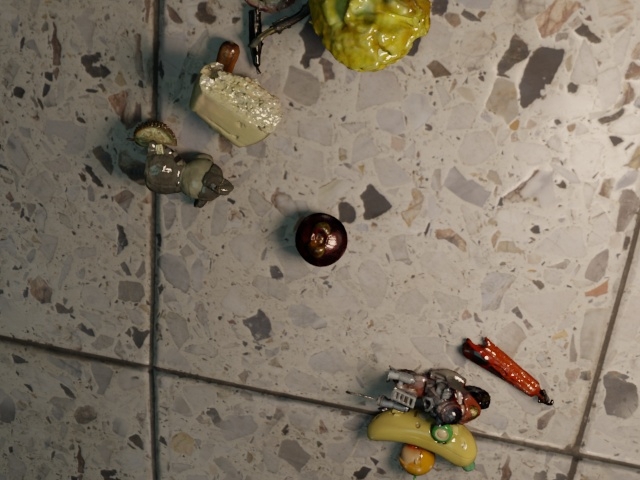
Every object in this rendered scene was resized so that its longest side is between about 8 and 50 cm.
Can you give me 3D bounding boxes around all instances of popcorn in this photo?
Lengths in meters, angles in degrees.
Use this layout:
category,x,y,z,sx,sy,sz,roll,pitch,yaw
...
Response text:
category,x,y,z,sx,sy,sz,roll,pitch,yaw
popcorn,0.108,-0.538,1.587,0.282,0.282,0.247,47,118,-5

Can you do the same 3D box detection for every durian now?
category,x,y,z,sx,sy,sz,roll,pitch,yaw
durian,-0.472,-0.295,1.903,0.140,0.071,0.111,2,134,-12

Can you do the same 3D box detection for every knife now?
category,x,y,z,sx,sy,sz,roll,pitch,yaw
knife,-0.092,-0.557,1.740,0.222,0.021,0.045,-36,119,11

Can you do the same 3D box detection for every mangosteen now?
category,x,y,z,sx,sy,sz,roll,pitch,yaw
mangosteen,0.000,0.000,1.851,0.152,0.152,0.153,4,109,12

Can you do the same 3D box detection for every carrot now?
category,x,y,z,sx,sy,sz,roll,pitch,yaw
carrot,-0.259,-0.454,1.814,0.055,0.055,0.162,25,119,4

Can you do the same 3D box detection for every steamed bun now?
category,x,y,z,sx,sy,sz,roll,pitch,yaw
steamed bun,-0.222,-0.368,1.748,0.225,0.171,0.200,35,155,-25

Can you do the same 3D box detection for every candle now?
category,x,y,z,sx,sy,sz,roll,pitch,yaw
candle,0.526,0.370,1.897,0.301,0.059,0.084,38,125,1

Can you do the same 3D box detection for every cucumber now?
category,x,y,z,sx,sy,sz,roll,pitch,yaw
cucumber,-0.167,-0.521,1.776,0.038,0.043,0.164,-13,114,-27

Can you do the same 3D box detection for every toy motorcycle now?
category,x,y,z,sx,sy,sz,roll,pitch,yaw
toy motorcycle,0.276,0.429,1.897,0.400,0.207,0.134,15,108,9

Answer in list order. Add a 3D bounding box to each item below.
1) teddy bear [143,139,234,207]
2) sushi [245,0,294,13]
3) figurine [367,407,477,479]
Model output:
category,x,y,z,sx,sy,sz,roll,pitch,yaw
teddy bear,-0.368,-0.176,1.897,0.250,0.144,0.171,17,147,-12
sushi,-0.120,-0.688,1.666,0.161,0.107,0.241,17,117,5
figurine,0.297,0.594,1.999,0.324,0.124,0.222,3,112,16
